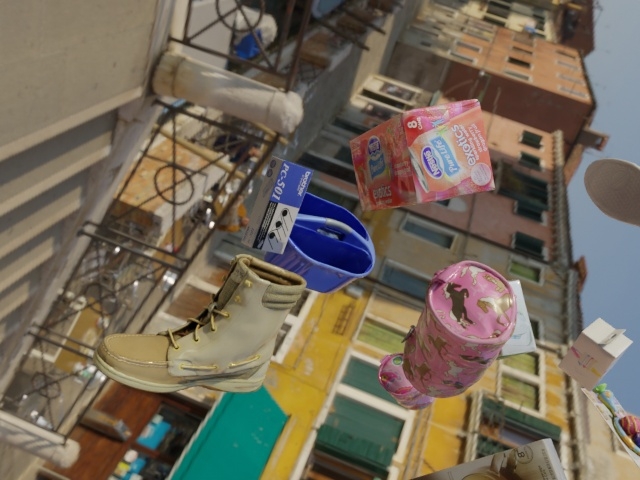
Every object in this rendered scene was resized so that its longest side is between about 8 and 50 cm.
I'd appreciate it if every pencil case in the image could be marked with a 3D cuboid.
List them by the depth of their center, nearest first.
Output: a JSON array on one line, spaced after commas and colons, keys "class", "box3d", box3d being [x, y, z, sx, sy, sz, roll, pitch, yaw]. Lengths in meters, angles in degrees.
[{"class": "pencil case", "box3d": [0.255, 0.183, 1.196, 0.386, 0.167, 0.160, 93, 7, -62]}, {"class": "pencil case", "box3d": [0.236, 0.381, 1.676, 0.124, 0.124, 0.284, -67, 154, -15]}]

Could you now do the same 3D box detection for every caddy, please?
[{"class": "caddy", "box3d": [0.000, 0.000, 1.718, 0.179, 0.341, 0.241, -41, -136, 37]}]

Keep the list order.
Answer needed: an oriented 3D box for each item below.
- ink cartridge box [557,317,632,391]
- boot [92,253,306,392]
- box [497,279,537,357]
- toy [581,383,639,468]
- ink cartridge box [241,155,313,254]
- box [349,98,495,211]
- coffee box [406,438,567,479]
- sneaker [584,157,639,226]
[{"class": "ink cartridge box", "box3d": [0.635, 0.255, 1.430, 0.092, 0.090, 0.143, -23, 141, -39]}, {"class": "boot", "box3d": [-0.160, 0.111, 0.863, 0.203, 0.262, 0.095, -64, -145, 19]}, {"class": "box", "box3d": [0.563, 0.270, 2.023, 0.262, 0.127, 0.231, 124, -42, -70]}, {"class": "toy", "box3d": [0.746, 0.443, 1.491, 0.056, 0.137, 0.237, -57, -140, 26]}, {"class": "ink cartridge box", "box3d": [-0.097, -0.077, 1.397, 0.097, 0.046, 0.207, 14, 99, -47]}, {"class": "box", "box3d": [0.168, -0.141, 1.116, 0.300, 0.142, 0.154, -177, -104, -76]}, {"class": "coffee box", "box3d": [0.320, 0.503, 1.182, 0.119, 0.297, 0.168, 31, 38, -59]}, {"class": "sneaker", "box3d": [0.630, -0.061, 1.141, 0.296, 0.147, 0.104, 44, -62, 50]}]
